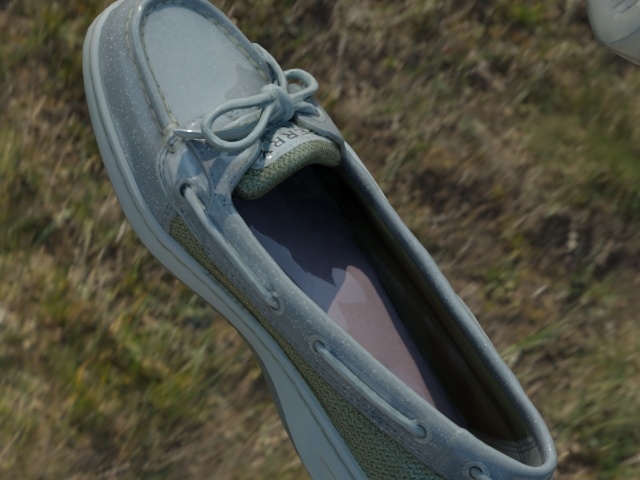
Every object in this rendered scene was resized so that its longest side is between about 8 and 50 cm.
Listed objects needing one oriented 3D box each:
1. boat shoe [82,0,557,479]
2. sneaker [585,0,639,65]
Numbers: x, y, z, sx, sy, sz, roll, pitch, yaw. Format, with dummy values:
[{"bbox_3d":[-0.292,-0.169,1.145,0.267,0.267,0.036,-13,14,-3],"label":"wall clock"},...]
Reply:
[{"bbox_3d":[-0.001,0.002,0.958,0.118,0.103,0.320,-19,74,-43],"label":"boat shoe"},{"bbox_3d":[0.158,-0.089,0.526,0.169,0.108,0.292,24,30,-7],"label":"sneaker"}]
